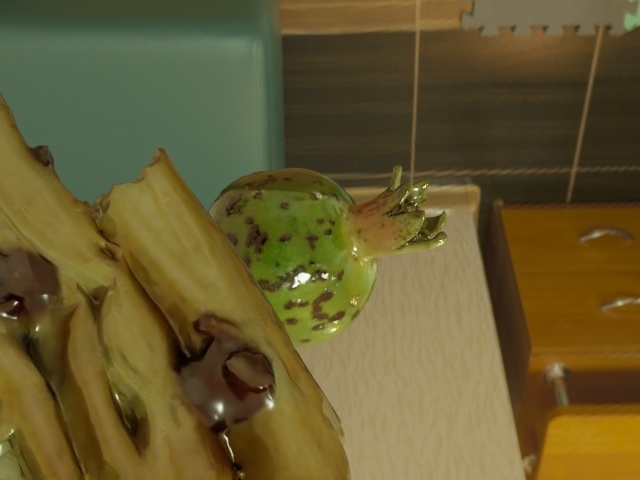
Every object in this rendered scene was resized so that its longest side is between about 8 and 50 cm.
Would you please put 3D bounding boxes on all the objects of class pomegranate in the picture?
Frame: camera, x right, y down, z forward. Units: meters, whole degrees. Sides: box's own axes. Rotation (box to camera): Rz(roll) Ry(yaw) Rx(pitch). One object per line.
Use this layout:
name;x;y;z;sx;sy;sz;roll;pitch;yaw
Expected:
pomegranate;-0.015;-0.007;1.117;0.230;0.231;0.286;30;124;-25

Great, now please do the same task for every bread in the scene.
bread;-0.185;0.067;0.495;0.370;0.191;0.314;49;143;13
